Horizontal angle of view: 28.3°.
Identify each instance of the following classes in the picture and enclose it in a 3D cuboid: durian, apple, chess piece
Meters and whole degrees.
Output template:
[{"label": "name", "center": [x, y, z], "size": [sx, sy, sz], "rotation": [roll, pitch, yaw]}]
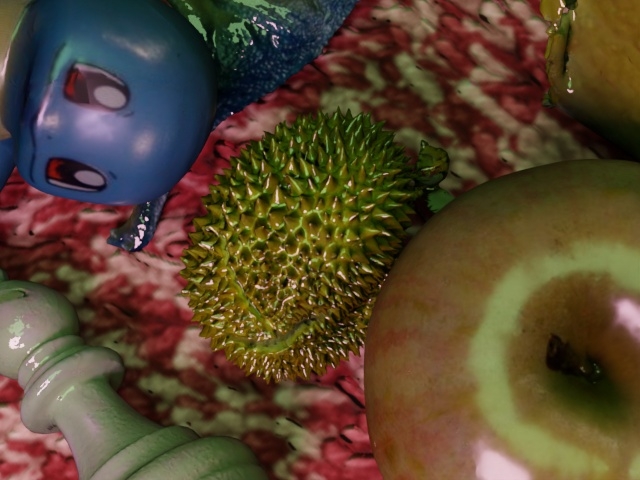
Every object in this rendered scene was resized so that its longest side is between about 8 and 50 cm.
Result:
[{"label": "durian", "center": [-0.011, -0.004, 0.828], "size": [0.146, 0.159, 0.198], "rotation": [30, 86, 31]}, {"label": "apple", "center": [0.151, 0.086, 0.747], "size": [0.257, 0.234, 0.257], "rotation": [-2, 75, 7]}, {"label": "chess piece", "center": [-0.159, 0.115, 0.855], "size": [0.139, 0.139, 0.272], "rotation": [-43, 64, -2]}]

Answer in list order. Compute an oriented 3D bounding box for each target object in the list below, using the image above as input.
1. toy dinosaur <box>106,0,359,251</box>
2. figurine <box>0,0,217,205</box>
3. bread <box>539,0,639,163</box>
[{"label": "toy dinosaur", "center": [-0.051, -0.155, 0.916], "size": [0.363, 0.076, 0.147], "rotation": [-40, 84, 4]}, {"label": "figurine", "center": [-0.271, -0.146, 0.849], "size": [0.416, 0.243, 0.298], "rotation": [36, 120, 28]}, {"label": "bread", "center": [0.306, -0.091, 0.751], "size": [0.376, 0.251, 0.208], "rotation": [39, 64, 14]}]
